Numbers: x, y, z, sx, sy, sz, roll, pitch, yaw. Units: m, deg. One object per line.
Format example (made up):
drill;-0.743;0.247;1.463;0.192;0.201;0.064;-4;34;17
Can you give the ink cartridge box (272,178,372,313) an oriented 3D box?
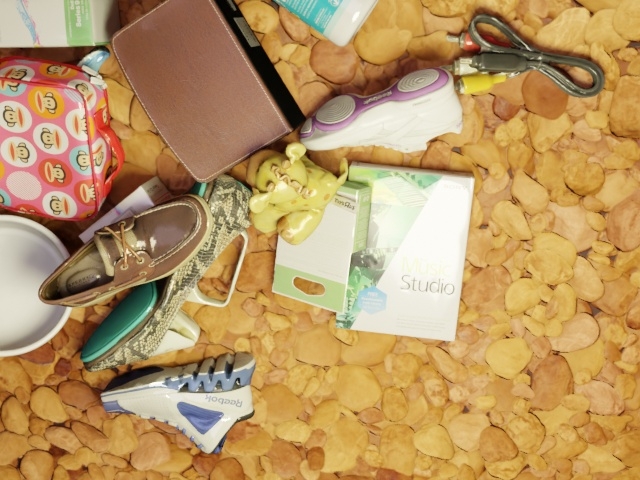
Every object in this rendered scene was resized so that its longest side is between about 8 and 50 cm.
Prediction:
ink cartridge box;0.000;0.000;1.661;0.171;0.056;0.235;15;109;32

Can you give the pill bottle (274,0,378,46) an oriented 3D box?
pill bottle;-0.026;-0.463;1.533;0.264;0.146;0.146;35;105;-3

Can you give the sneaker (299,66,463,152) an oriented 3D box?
sneaker;0.109;-0.198;1.602;0.305;0.114;0.152;-13;134;24

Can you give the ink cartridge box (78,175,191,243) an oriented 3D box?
ink cartridge box;-0.346;-0.055;1.689;0.198;0.115;0.067;-36;99;13

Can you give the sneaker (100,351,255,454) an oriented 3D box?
sneaker;-0.269;0.340;1.776;0.316;0.127;0.182;-10;101;7

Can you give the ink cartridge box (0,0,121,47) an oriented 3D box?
ink cartridge box;-0.482;-0.391;1.596;0.213;0.154;0.093;-1;104;7

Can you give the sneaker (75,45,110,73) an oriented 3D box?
sneaker;-0.432;-0.292;1.673;0.073;0.063;0.162;34;114;-13

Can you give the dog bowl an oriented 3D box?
dog bowl;-0.600;0.088;1.698;0.265;0.104;0.264;2;81;-16

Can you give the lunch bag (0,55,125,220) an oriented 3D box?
lunch bag;-0.485;-0.179;1.636;0.258;0.120;0.293;9;125;5

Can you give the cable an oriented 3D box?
cable;0.358;-0.322;1.591;0.287;0.072;0.139;4;88;-7

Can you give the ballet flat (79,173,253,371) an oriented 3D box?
ballet flat;-0.265;0.095;1.710;0.182;0.164;0.482;31;104;-21

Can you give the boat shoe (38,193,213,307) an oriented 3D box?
boat shoe;-0.348;0.025;1.574;0.342;0.123;0.123;-25;85;14

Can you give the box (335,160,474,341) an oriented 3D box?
box;0.156;0.021;1.684;0.233;0.058;0.321;6;104;5

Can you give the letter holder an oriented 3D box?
letter holder;-0.202;-0.281;1.599;0.214;0.152;0.301;-29;99;14

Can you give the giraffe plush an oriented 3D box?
giraffe plush;-0.061;-0.094;1.541;0.210;0.170;0.181;4;79;31
